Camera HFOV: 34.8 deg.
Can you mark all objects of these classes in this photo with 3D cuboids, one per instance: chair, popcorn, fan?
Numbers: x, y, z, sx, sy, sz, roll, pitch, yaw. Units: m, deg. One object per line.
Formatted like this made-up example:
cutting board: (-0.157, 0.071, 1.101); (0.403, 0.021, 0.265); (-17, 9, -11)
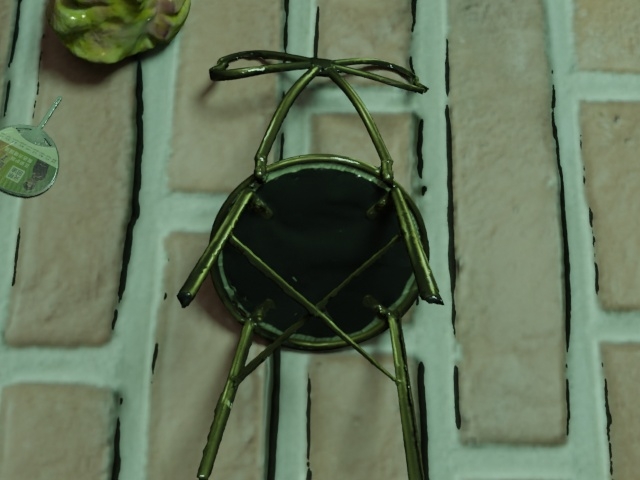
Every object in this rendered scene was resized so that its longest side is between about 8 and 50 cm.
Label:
chair: (0.000, 0.000, 0.670); (0.159, 0.170, 0.326); (0, 28, 0)
popcorn: (-0.151, -0.181, 0.742); (0.097, 0.089, 0.109); (38, 76, 20)
fan: (-0.207, -0.063, 0.738); (0.080, 0.003, 0.060); (-33, 78, -14)
